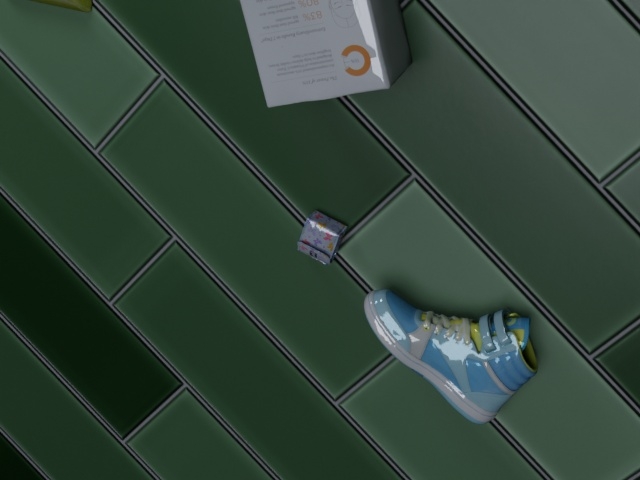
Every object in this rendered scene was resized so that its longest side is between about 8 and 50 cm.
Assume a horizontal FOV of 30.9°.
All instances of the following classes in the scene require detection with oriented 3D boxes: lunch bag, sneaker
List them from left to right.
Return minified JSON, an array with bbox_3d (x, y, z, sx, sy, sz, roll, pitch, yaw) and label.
[{"bbox_3d":[0.000,0.000,2.091,0.071,0.053,0.083,29,125,9],"label":"lunch bag"},{"bbox_3d":[0.245,0.156,2.022,0.319,0.127,0.208,41,119,-9],"label":"sneaker"}]

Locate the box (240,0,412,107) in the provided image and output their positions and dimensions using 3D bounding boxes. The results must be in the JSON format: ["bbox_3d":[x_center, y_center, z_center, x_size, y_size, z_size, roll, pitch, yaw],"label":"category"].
[{"bbox_3d":[-0.005,-0.413,1.866,0.215,0.168,0.345,-6,110,21],"label":"box"}]

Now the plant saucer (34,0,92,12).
[{"bbox_3d":[-0.501,-0.517,2.085,0.188,0.045,0.188,15,113,15],"label":"plant saucer"}]
